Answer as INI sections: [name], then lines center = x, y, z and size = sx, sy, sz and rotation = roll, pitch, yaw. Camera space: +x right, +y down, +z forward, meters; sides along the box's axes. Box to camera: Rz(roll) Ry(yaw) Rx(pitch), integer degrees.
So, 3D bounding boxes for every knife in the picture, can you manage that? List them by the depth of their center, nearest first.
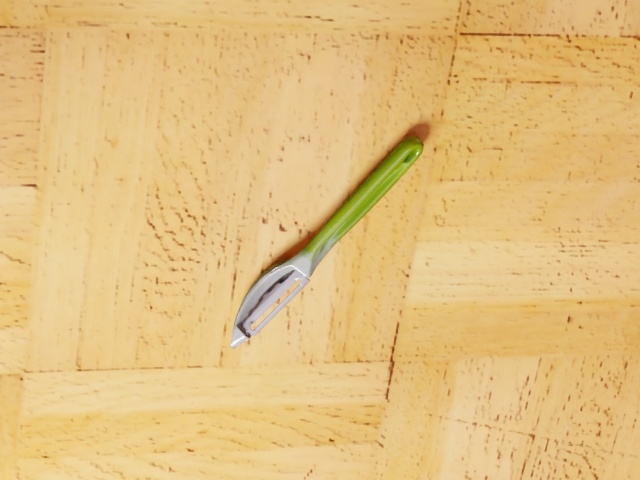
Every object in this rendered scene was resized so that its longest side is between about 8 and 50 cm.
[knife]
center = 0.000, 0.000, 1.232
size = 0.184, 0.026, 0.022
rotation = -46, 163, 14
